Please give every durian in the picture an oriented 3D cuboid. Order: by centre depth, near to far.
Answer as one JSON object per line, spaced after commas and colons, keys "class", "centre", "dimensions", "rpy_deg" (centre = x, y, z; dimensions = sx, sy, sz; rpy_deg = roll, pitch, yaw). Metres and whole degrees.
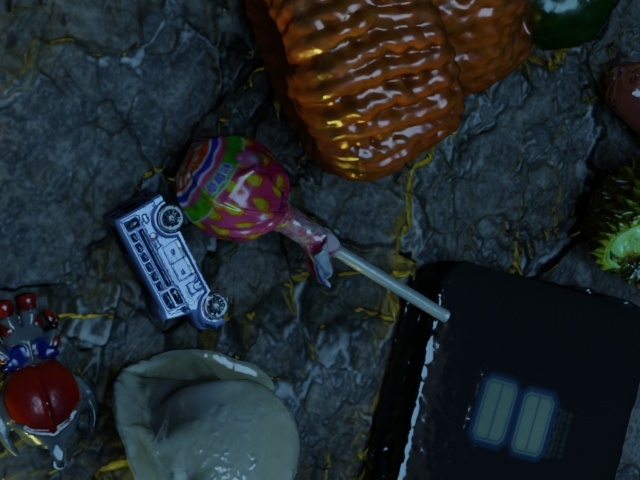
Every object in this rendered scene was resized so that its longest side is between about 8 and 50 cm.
{"class": "durian", "centre": [0.442, -0.019, 1.976], "dimensions": [0.236, 0.176, 0.200], "rpy_deg": [12, 116, -16]}

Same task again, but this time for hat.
{"class": "hat", "centre": [0.135, -0.236, 1.701], "dimensions": [0.400, 0.285, 0.285], "rpy_deg": [-19, 107, -1]}

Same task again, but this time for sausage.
{"class": "sausage", "centre": [0.414, -0.169, 2.009], "dimensions": [0.141, 0.076, 0.076], "rpy_deg": [42, 78, -25]}

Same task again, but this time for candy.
{"class": "candy", "centre": [0.000, 0.000, 1.781], "dimensions": [0.365, 0.124, 0.124], "rpy_deg": [32, 82, -22]}

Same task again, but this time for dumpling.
{"class": "dumpling", "centre": [-0.127, 0.218, 1.706], "dimensions": [0.227, 0.243, 0.175], "rpy_deg": [35, 94, -22]}

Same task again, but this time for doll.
{"class": "doll", "centre": [-0.303, 0.154, 1.697], "dimensions": [0.104, 0.062, 0.195], "rpy_deg": [-21, 99, -41]}

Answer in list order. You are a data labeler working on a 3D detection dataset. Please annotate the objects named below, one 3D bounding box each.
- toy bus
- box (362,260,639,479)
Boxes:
{"class": "toy bus", "centre": [-0.168, 0.030, 1.740], "dimensions": [0.076, 0.073, 0.167], "rpy_deg": [-31, 106, -17]}
{"class": "box", "centre": [0.233, 0.218, 1.962], "dimensions": [0.350, 0.091, 0.359], "rpy_deg": [14, 90, -29]}
